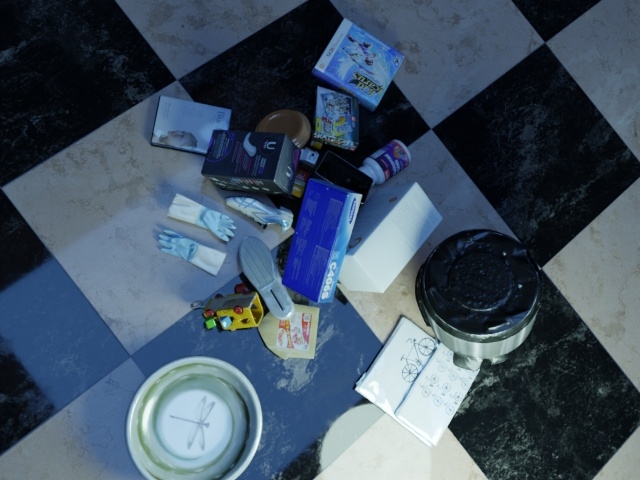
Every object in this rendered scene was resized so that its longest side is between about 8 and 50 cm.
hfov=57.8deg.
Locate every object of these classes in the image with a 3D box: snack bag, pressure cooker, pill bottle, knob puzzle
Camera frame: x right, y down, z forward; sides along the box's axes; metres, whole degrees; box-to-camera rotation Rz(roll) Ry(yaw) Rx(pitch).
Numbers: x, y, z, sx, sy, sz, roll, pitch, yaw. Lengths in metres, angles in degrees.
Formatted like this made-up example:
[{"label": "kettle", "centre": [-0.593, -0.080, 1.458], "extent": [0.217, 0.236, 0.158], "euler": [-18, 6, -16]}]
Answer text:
[{"label": "snack bag", "centre": [0.332, 0.469, 1.967], "extent": [0.342, 0.037, 0.323], "euler": [38, 74, -3]}, {"label": "pressure cooker", "centre": [0.517, 0.199, 1.882], "extent": [0.369, 0.420, 0.376], "euler": [-32, 64, 2]}, {"label": "pill bottle", "centre": [0.217, -0.264, 2.051], "extent": [0.193, 0.108, 0.108], "euler": [-36, 88, -16]}, {"label": "knob puzzle", "centre": [-0.109, 0.295, 1.904], "extent": [0.213, 0.030, 0.213], "euler": [2, 70, -6]}]

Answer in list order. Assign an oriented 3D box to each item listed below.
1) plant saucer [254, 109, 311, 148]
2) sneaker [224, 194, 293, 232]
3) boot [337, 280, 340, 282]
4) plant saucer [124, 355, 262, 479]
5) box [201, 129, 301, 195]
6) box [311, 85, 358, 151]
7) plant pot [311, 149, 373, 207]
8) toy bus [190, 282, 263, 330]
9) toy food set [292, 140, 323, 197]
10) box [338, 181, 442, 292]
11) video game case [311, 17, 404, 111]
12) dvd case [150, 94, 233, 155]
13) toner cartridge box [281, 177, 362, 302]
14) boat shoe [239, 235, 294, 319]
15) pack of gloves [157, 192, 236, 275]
[{"label": "plant saucer", "centre": [-0.132, -0.377, 1.986], "extent": [0.199, 0.037, 0.200], "euler": [-5, 59, 8]}, {"label": "sneaker", "centre": [-0.210, -0.091, 1.935], "extent": [0.237, 0.085, 0.086], "euler": [19, 83, -5]}, {"label": "boot", "centre": [0.053, 0.092, 1.983], "extent": [0.106, 0.037, 0.114], "euler": [-8, 76, -16]}, {"label": "plant saucer", "centre": [-0.381, 0.553, 1.756], "extent": [0.400, 0.100, 0.401], "euler": [3, 78, -13]}, {"label": "box", "centre": [-0.221, -0.251, 1.871], "extent": [0.270, 0.143, 0.165], "euler": [8, 77, 23]}, {"label": "box", "centre": [0.053, -0.428, 2.030], "extent": [0.159, 0.044, 0.233], "euler": [14, 53, -15]}, {"label": "plant pot", "centre": [0.043, -0.158, 1.941], "extent": [0.187, 0.167, 0.188], "euler": [33, 35, -5]}, {"label": "toy bus", "centre": [-0.283, 0.232, 1.837], "extent": [0.190, 0.202, 0.105], "euler": [-28, 117, -23]}, {"label": "toy food set", "centre": [-0.079, -0.260, 1.982], "extent": [0.104, 0.111, 0.232], "euler": [23, 75, -7]}, {"label": "box", "centre": [0.199, -0.010, 1.905], "extent": [0.345, 0.215, 0.168], "euler": [-47, 110, -22]}, {"label": "video game case", "centre": [0.141, -0.647, 2.137], "extent": [0.269, 0.061, 0.244], "euler": [30, 75, -6]}, {"label": "dvd case", "centre": [-0.436, -0.385, 1.973], "extent": [0.252, 0.022, 0.181], "euler": [9, 77, -11]}, {"label": "toner cartridge box", "centre": [0.000, 0.000, 1.775], "extent": [0.075, 0.165, 0.348], "euler": [1, 108, -51]}, {"label": "boat shoe", "centre": [-0.178, 0.129, 1.890], "extent": [0.109, 0.094, 0.302], "euler": [-26, 77, -5]}, {"label": "pack of gloves", "centre": [-0.406, -0.019, 1.907], "extent": [0.232, 0.046, 0.195], "euler": [25, 86, -4]}]
